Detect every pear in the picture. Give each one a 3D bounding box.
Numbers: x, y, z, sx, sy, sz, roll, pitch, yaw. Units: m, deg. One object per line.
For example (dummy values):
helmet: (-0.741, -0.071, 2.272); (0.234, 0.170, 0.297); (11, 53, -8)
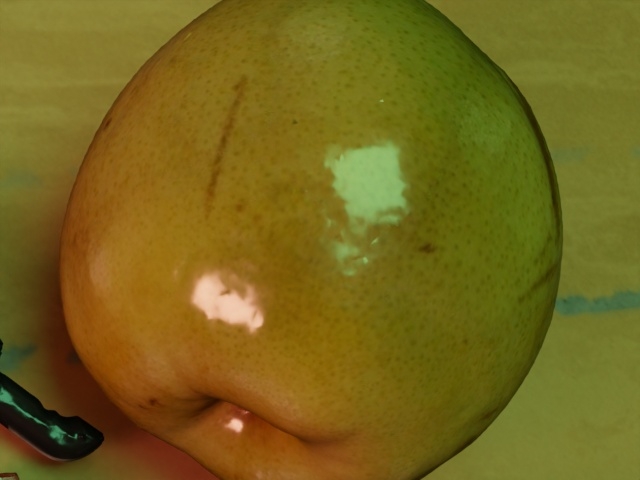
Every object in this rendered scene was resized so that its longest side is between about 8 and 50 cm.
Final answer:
pear: (0.000, 0.000, 1.183); (0.314, 0.314, 0.314); (14, 58, -24)

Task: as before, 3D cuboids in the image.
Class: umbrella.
umbrella: (-0.233, 0.054, 1.152); (0.248, 0.071, 0.071); (41, 51, -7)

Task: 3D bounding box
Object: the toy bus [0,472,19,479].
toy bus: (-0.179, 0.188, 1.130); (0.043, 0.031, 0.110); (-2, 64, -29)
